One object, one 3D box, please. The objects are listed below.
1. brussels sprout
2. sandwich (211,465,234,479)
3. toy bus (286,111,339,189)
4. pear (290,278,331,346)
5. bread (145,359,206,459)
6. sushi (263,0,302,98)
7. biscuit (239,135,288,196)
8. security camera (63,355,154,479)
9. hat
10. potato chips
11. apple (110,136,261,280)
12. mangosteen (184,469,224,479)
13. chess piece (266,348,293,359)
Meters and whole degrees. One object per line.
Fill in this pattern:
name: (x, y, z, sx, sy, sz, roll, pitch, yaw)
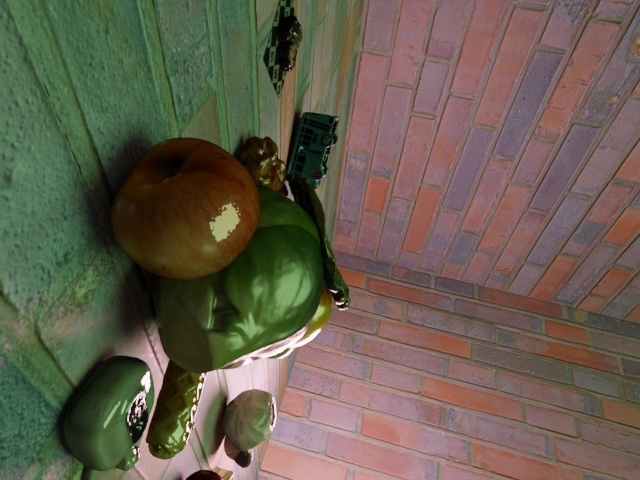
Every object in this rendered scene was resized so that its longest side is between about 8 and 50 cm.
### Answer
brussels sprout: (-0.141, 0.074, 0.814, 0.355, 0.281, 0.290, -51, 163, -50)
sandwich: (-0.352, 0.837, 1.487, 0.163, 0.079, 0.114, 38, 67, -84)
toy bus: (-0.028, -0.325, 1.596, 0.128, 0.146, 0.256, -60, 167, -72)
pear: (-0.123, 0.178, 1.347, 0.284, 0.336, 0.285, -28, -124, 52)
bread: (-0.256, 0.231, 0.887, 0.084, 0.077, 0.368, 87, 7, -47)
sushi: (-0.079, -0.524, 1.206, 0.219, 0.047, 0.232, 61, 43, -80)
biscuit: (-0.161, -0.081, 1.138, 0.312, 0.110, 0.318, 90, 15, -60)
security camera: (-0.323, 0.317, 0.735, 0.157, 0.080, 0.302, -69, 173, -50)
hat: (-0.265, 0.624, 1.548, 0.275, 0.161, 0.232, -52, -168, 38)
potato chips: (0.000, 0.000, 1.291, 0.358, 0.069, 0.430, -153, -139, -88)
apple: (-0.188, -0.045, 0.637, 0.164, 0.209, 0.210, 77, 26, -52)
mangosteen: (-0.334, 0.687, 1.203, 0.145, 0.181, 0.156, 33, -85, 53)
chess piece: (-0.194, 0.307, 1.559, 0.298, 0.175, 0.176, 58, 44, -63)
